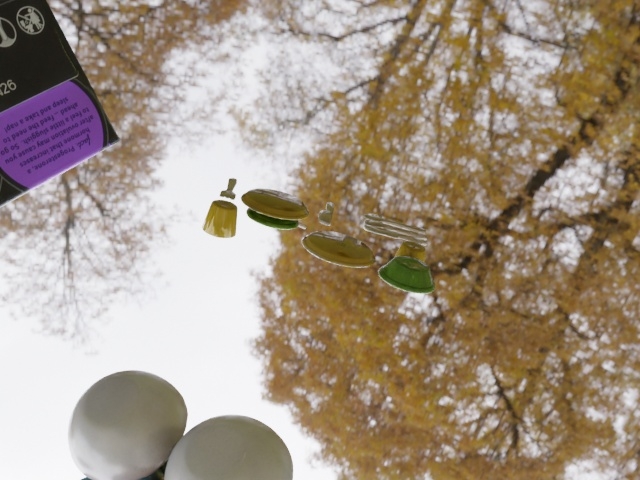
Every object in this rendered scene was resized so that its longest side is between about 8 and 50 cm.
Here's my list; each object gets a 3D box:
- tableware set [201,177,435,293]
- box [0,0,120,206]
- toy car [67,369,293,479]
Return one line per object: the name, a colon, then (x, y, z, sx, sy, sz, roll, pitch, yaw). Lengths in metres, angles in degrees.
tableware set: (0.000, 0.000, 0.576, 0.154, 0.024, 0.104, 15, -160, -2)
box: (-0.289, -0.076, 0.592, 0.165, 0.143, 0.270, -37, -161, -36)
toy car: (-0.092, 0.180, 0.540, 0.182, 0.159, 0.136, 17, -126, 29)
